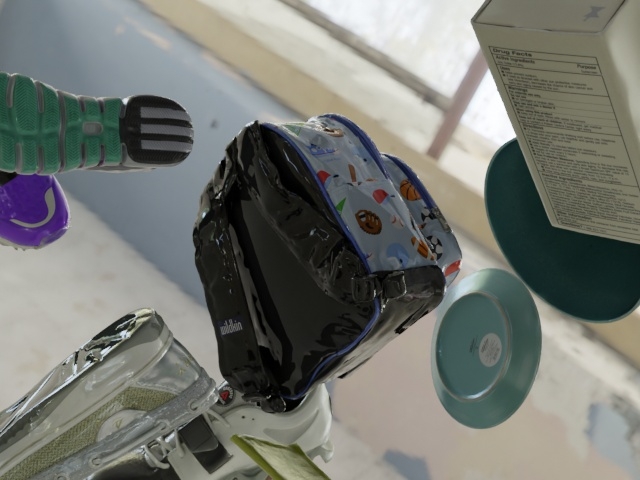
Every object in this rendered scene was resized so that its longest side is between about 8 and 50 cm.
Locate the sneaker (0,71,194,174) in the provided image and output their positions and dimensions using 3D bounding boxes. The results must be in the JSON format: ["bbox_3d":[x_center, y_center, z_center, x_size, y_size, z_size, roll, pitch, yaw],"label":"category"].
[{"bbox_3d":[-0.225,-0.084,1.136,0.223,0.083,0.098,7,166,-22],"label":"sneaker"}]

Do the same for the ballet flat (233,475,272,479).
[{"bbox_3d":[-0.102,0.409,1.828,0.106,0.107,0.316,18,-124,1],"label":"ballet flat"}]

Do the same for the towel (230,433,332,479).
[{"bbox_3d":[0.012,0.261,1.327,0.102,0.021,0.237,26,-173,-47],"label":"towel"}]

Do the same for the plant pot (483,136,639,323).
[{"bbox_3d":[0.403,-0.056,1.891,0.195,0.290,0.290,-31,-124,-31],"label":"plant pot"}]

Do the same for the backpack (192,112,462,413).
[{"bbox_3d":[0.000,0.000,1.406,0.213,0.276,0.263,-18,-109,-44],"label":"backpack"}]

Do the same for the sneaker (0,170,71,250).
[{"bbox_3d":[-0.393,-0.119,1.512,0.293,0.102,0.146,49,162,14],"label":"sneaker"}]

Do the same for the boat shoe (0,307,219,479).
[{"bbox_3d":[-0.234,0.188,1.122,0.103,0.320,0.118,49,-176,-15],"label":"boat shoe"}]

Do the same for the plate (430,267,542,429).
[{"bbox_3d":[0.181,0.123,1.545,0.024,0.188,0.188,12,-155,-34],"label":"plate"}]

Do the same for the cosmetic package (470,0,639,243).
[{"bbox_3d":[0.284,-0.144,1.358,0.153,0.129,0.296,15,148,38],"label":"cosmetic package"}]

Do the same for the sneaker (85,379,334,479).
[{"bbox_3d":[-0.139,0.233,1.642,0.330,0.146,0.122,-16,-146,-25],"label":"sneaker"}]
